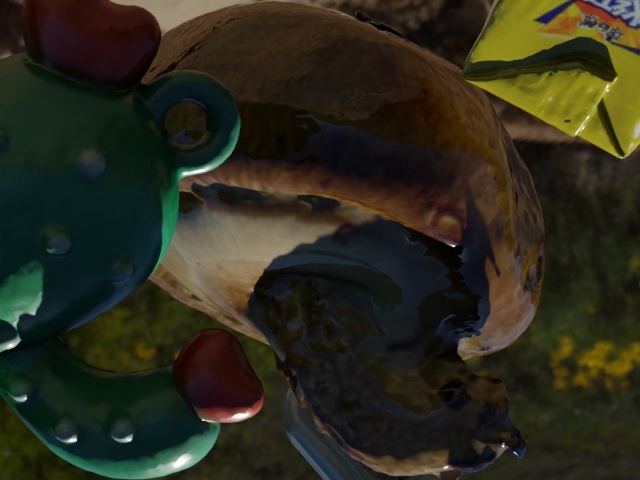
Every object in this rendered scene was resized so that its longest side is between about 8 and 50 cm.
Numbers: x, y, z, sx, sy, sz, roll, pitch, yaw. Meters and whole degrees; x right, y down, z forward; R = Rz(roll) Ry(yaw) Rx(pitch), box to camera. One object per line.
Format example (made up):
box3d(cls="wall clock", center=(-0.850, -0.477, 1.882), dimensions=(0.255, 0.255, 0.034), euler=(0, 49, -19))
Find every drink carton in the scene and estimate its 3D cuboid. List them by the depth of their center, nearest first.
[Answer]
box3d(cls="drink carton", center=(0.194, -0.211, 0.656), dimensions=(0.154, 0.111, 0.351), euler=(-62, 178, -39))

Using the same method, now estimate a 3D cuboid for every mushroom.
box3d(cls="mushroom", center=(0.000, 0.000, 0.922), dimensions=(0.345, 0.259, 0.345), euler=(12, 155, 6))

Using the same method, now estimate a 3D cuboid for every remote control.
box3d(cls="remote control", center=(0.059, 0.206, 1.216), dimensions=(0.087, 0.244, 0.047), euler=(-37, 159, -19))

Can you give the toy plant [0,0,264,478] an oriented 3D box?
box3d(cls="toy plant", center=(-0.207, 0.044, 0.662), dimensions=(0.400, 0.279, 0.185), euler=(-39, 171, -5))
